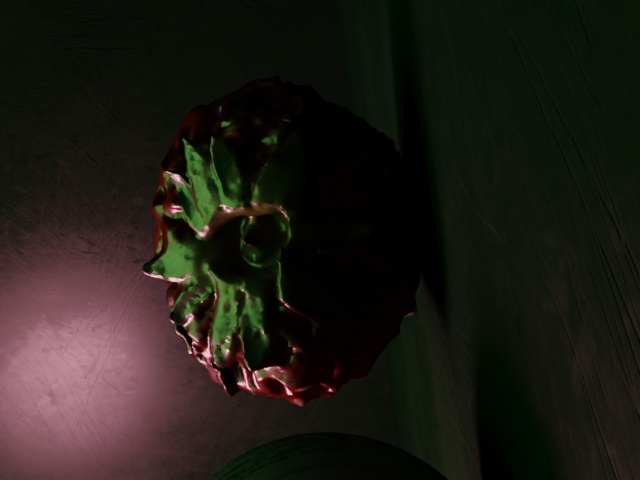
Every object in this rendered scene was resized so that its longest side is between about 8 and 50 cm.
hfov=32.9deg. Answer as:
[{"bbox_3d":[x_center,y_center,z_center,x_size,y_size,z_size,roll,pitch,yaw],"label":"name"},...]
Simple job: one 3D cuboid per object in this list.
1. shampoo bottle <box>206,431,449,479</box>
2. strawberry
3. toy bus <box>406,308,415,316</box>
[{"bbox_3d":[0.008,0.281,0.793,0.266,0.273,0.273,155,107,-82],"label":"shampoo bottle"},{"bbox_3d":[0.000,0.000,1.141,0.345,0.295,0.317,-4,-114,-57],"label":"strawberry"},{"bbox_3d":[0.096,0.047,1.413,0.031,0.043,0.110,62,-163,-78],"label":"toy bus"}]
